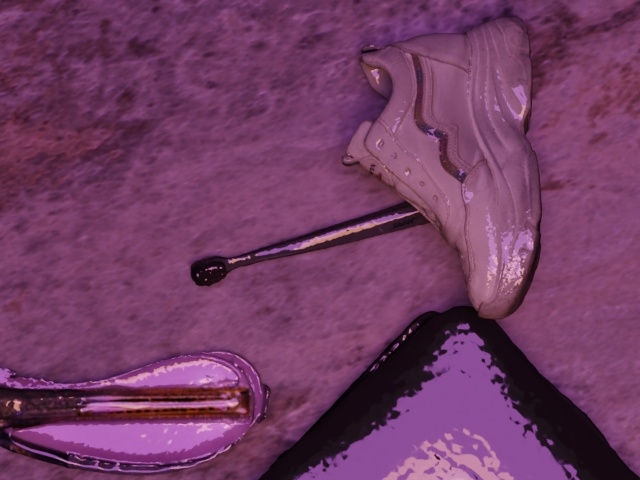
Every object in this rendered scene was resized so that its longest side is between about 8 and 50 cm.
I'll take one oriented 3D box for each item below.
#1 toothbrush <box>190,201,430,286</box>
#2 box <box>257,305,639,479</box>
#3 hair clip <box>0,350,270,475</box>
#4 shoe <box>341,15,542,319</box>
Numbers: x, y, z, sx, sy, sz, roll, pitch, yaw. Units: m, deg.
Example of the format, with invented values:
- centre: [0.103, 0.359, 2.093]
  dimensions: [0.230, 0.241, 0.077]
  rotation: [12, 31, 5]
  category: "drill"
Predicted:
- centre: [0.000, 0.000, 1.889]
  dimensions: [0.297, 0.030, 0.030]
  rotation: [-16, 108, -4]
  category: "toothbrush"
- centre: [0.139, 0.294, 1.828]
  dimensions: [0.359, 0.091, 0.350]
  rotation: [-44, 85, -5]
  category: "box"
- centre: [-0.234, 0.189, 1.853]
  dimensions: [0.358, 0.096, 0.110]
  rotation: [2, 49, -9]
  category: "hair clip"
- centre: [0.129, -0.076, 1.841]
  dimensions: [0.210, 0.132, 0.342]
  rotation: [-3, 70, 3]
  category: "shoe"
